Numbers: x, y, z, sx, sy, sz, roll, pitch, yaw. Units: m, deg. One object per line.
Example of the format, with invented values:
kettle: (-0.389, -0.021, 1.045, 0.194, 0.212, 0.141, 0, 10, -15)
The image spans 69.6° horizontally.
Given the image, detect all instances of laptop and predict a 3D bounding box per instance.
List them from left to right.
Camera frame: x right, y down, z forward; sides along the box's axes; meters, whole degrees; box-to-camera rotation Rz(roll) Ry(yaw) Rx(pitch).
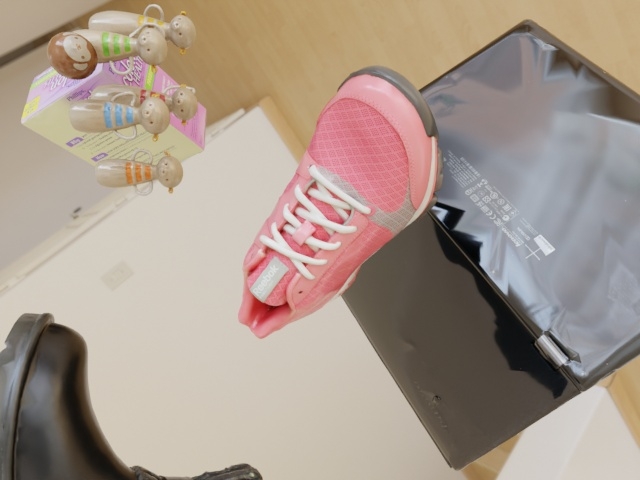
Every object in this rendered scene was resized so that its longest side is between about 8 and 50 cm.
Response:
laptop: (0.218, 0.009, 0.593, 0.382, 0.408, 0.236, 57, -179, 29)

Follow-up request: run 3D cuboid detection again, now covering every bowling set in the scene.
bowling set: (-0.256, -0.206, 0.634, 0.200, 0.154, 0.287, -143, 51, -81)

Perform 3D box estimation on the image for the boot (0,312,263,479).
boot: (-0.183, 0.242, 0.466, 0.131, 0.260, 0.348, -34, 59, 58)

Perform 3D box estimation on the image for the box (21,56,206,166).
box: (-0.384, -0.242, 0.890, 0.213, 0.117, 0.243, -19, 149, 24)

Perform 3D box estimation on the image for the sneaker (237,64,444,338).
sneaker: (0.000, 0.001, 0.412, 0.116, 0.136, 0.314, 40, 141, 11)
